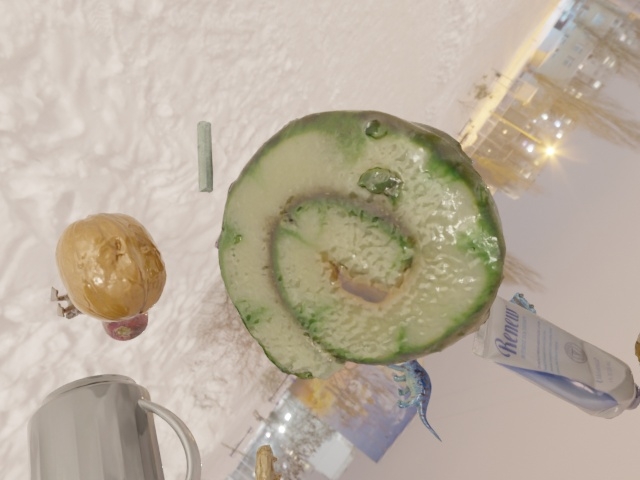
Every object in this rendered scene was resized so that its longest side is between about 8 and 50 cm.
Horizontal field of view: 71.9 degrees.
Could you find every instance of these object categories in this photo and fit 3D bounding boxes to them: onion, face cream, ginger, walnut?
[{"bbox_3d":[-0.690,0.258,1.561,0.160,0.159,0.195,-57,-148,19],"label":"onion"},{"bbox_3d":[0.573,0.291,1.087,0.235,0.419,0.137,-58,173,-46],"label":"face cream"},{"bbox_3d":[-0.073,0.465,0.811,0.051,0.174,0.069,-20,-169,43],"label":"ginger"},{"bbox_3d":[-0.419,0.053,0.889,0.193,0.226,0.193,-31,-175,3],"label":"walnut"}]

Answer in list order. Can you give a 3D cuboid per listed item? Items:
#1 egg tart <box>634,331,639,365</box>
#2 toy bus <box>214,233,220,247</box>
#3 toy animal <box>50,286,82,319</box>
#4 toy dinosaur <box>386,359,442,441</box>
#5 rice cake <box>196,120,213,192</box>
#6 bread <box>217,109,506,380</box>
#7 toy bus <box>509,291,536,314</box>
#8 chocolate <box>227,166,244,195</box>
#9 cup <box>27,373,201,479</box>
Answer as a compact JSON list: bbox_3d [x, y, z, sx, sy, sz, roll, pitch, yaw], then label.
[{"bbox_3d":[0.772,0.282,0.911,0.149,0.352,0.352,-26,176,11],"label":"egg tart"},{"bbox_3d":[-0.395,0.018,2.088,0.096,0.198,0.108,143,-39,-76],"label":"toy bus"},{"bbox_3d":[-0.628,0.155,1.196,0.179,0.089,0.188,-17,161,-48],"label":"toy animal"},{"bbox_3d":[0.279,0.435,1.347,0.076,0.144,0.330,47,38,-59],"label":"toy dinosaur"},{"bbox_3d":[-0.276,-0.197,1.055,0.033,0.028,0.171,-27,123,-60],"label":"rice cake"},{"bbox_3d":[0.039,0.025,0.584,0.129,0.365,0.383,-25,134,-62],"label":"bread"},{"bbox_3d":[0.645,0.208,1.403,0.046,0.083,0.038,-36,139,4],"label":"toy bus"},{"bbox_3d":[-0.064,-0.130,1.234,0.210,0.339,0.226,-49,139,-56],"label":"chocolate"},{"bbox_3d":[-0.403,0.441,0.875,0.322,0.327,0.237,-27,144,-1],"label":"cup"}]
